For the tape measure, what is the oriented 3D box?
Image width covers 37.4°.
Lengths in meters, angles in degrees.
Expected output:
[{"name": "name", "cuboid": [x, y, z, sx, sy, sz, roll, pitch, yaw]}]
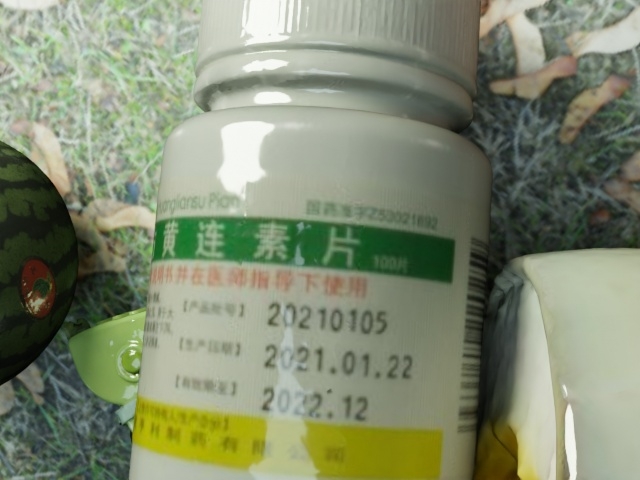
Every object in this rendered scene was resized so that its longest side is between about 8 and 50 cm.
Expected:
[{"name": "tape measure", "cuboid": [-0.086, 0.102, 0.728, 0.177, 0.087, 0.154, -22, 86, 13]}]

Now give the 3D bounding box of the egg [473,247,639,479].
[{"name": "egg", "cuboid": [0.253, 0.188, 0.529, 0.339, 0.354, 0.355, 6, 103, 1]}]

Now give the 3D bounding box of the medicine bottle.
[{"name": "medicine bottle", "cuboid": [0.000, 0.000, 0.589, 0.208, 0.208, 0.340, 3, 84, 14]}]

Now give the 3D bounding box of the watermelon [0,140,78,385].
[{"name": "watermelon", "cuboid": [-0.283, 0.017, 0.700, 0.212, 0.212, 0.212, 3, 102, 14]}]
